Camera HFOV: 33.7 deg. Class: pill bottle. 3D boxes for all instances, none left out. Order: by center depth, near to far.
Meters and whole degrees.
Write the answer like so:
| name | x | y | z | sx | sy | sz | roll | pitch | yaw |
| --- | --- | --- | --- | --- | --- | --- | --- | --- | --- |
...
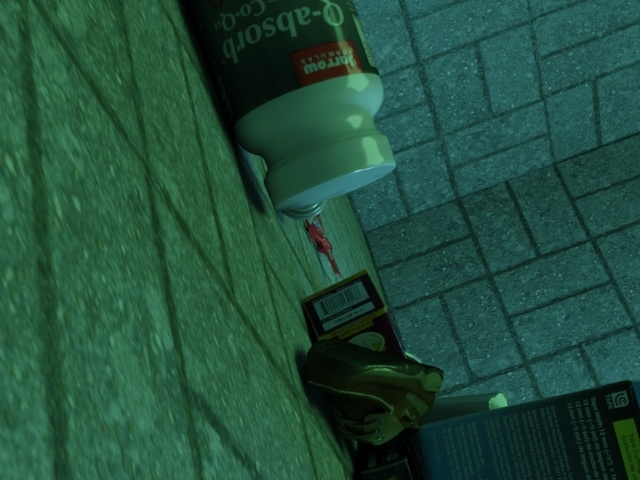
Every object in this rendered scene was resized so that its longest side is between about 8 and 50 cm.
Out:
| name | x | y | z | sx | sy | sz | roll | pitch | yaw |
| --- | --- | --- | --- | --- | --- | --- | --- | --- | --- |
| pill bottle | -0.039 | -0.238 | 1.399 | 0.210 | 0.210 | 0.362 | 32 | 38 | -83 |

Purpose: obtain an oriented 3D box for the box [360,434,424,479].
| name | x | y | z | sx | sy | sz | roll | pitch | yaw |
| --- | --- | --- | --- | --- | --- | --- | --- | --- | --- |
| box | 0.133 | 0.417 | 1.475 | 0.293 | 0.073 | 0.295 | -27 | 98 | -85 |

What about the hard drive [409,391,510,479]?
| name | x | y | z | sx | sy | sz | roll | pitch | yaw |
| --- | --- | --- | --- | --- | --- | --- | --- | --- | --- |
| hard drive | 0.195 | 0.337 | 1.587 | 0.307 | 0.040 | 0.203 | -19 | -89 | 56 |

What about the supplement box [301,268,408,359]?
| name | x | y | z | sx | sy | sz | roll | pitch | yaw |
| --- | --- | --- | --- | --- | --- | --- | --- | --- | --- |
| supplement box | 0.057 | 0.143 | 1.506 | 0.188 | 0.104 | 0.080 | 64 | 1 | -47 |

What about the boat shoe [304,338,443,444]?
| name | x | y | z | sx | sy | sz | roll | pitch | yaw |
| --- | --- | --- | --- | --- | --- | --- | --- | --- | --- |
| boat shoe | 0.072 | 0.202 | 1.339 | 0.324 | 0.123 | 0.119 | 24 | 81 | -62 |

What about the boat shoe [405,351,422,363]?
| name | x | y | z | sx | sy | sz | roll | pitch | yaw |
| --- | --- | --- | --- | --- | --- | --- | --- | --- | --- |
| boat shoe | 0.101 | 0.222 | 1.815 | 0.335 | 0.112 | 0.095 | 55 | 32 | -51 |

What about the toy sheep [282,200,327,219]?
| name | x | y | z | sx | sy | sz | roll | pitch | yaw |
| --- | --- | --- | --- | --- | --- | --- | --- | --- | --- |
| toy sheep | -0.031 | -0.074 | 1.589 | 0.132 | 0.091 | 0.091 | 76 | -5 | -83 |

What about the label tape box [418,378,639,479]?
| name | x | y | z | sx | sy | sz | roll | pitch | yaw |
| --- | --- | --- | --- | --- | --- | --- | --- | --- | --- |
| label tape box | 0.323 | 0.327 | 1.351 | 0.115 | 0.348 | 0.249 | 61 | 17 | -70 |

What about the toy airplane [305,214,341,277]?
| name | x | y | z | sx | sy | sz | roll | pitch | yaw |
| --- | --- | --- | --- | --- | --- | --- | --- | --- | --- |
| toy airplane | 0.000 | 0.000 | 1.964 | 0.151 | 0.028 | 0.151 | -21 | 90 | -86 |
